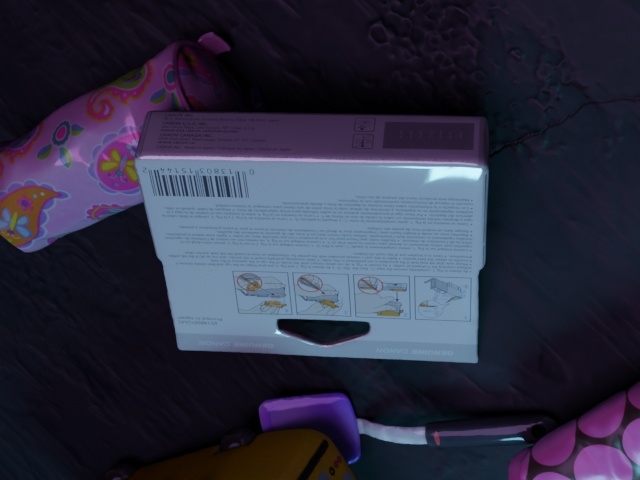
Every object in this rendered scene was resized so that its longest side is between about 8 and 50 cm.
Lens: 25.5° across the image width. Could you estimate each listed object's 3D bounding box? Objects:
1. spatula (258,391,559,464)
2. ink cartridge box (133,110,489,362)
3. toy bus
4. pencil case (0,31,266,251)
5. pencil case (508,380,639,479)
[{"bbox_3d":[0.084,0.186,1.369,0.296,0.030,0.084,-3,109,24],"label":"spatula"},{"bbox_3d":[0.000,0.000,1.273,0.296,0.066,0.261,2,138,6],"label":"ink cartridge box"},{"bbox_3d":[-0.120,0.284,1.432,0.333,0.108,0.130,-22,109,36],"label":"toy bus"},{"bbox_3d":[-0.197,-0.090,1.338,0.284,0.124,0.124,-25,98,28],"label":"pencil case"},{"bbox_3d":[0.274,0.187,1.255,0.209,0.095,0.098,-38,66,30],"label":"pencil case"}]
